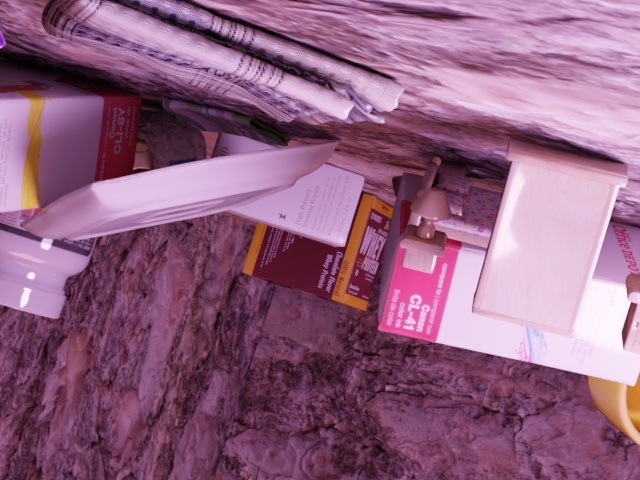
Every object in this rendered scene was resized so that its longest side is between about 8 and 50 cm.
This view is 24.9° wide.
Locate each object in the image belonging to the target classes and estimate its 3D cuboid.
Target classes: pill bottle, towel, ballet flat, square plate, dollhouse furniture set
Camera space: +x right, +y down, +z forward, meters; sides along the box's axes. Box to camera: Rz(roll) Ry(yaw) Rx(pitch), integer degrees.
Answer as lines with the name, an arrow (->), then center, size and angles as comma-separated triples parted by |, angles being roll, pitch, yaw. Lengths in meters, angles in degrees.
pill bottle -> -0.471, -0.063, 2.468 | 0.210, 0.362, 0.210 | 18, 176, 1
towel -> -0.130, -0.160, 1.989 | 0.152, 0.023, 0.113 | 16, 177, 32
ballet flat -> -0.364, -0.155, 2.193 | 0.409, 0.147, 0.147 | 8, 173, 28
square plate -> -0.191, -0.059, 1.929 | 0.344, 0.049, 0.347 | -11, 178, -27
dollhouse furniture set -> 0.257, -0.050, 1.534 | 0.303, 0.173, 0.355 | 15, -158, 5
towel -> -0.107, -0.170, 1.403 | 0.324, 0.056, 0.312 | 18, 177, -16

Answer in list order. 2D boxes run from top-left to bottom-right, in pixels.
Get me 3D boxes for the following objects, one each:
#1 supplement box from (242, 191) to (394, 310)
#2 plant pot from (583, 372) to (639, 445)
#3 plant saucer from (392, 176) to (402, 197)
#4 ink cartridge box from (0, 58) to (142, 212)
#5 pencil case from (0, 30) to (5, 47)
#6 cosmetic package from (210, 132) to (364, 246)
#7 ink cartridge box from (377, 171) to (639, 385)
supplement box -> 0.000, 0.000, 2.508 | 0.194, 0.191, 0.129 | 16, 177, 22
plant pot -> 0.451, 0.129, 2.018 | 0.254, 0.254, 0.239 | 20, -168, -33
plant saucer -> 0.245, -0.022, 2.093 | 0.311, 0.050, 0.310 | 18, 178, 1
ink cartridge box -> -0.470, -0.147, 1.956 | 0.279, 0.160, 0.385 | 17, -166, 27
pencil case -> -0.459, -0.249, 1.746 | 0.088, 0.086, 0.206 | -18, 171, 11
cosmetic package -> -0.061, -0.078, 2.205 | 0.231, 0.117, 0.085 | 17, 176, -8
ink cartridge box -> 0.228, 0.041, 1.703 | 0.306, 0.131, 0.226 | 14, -159, -1
